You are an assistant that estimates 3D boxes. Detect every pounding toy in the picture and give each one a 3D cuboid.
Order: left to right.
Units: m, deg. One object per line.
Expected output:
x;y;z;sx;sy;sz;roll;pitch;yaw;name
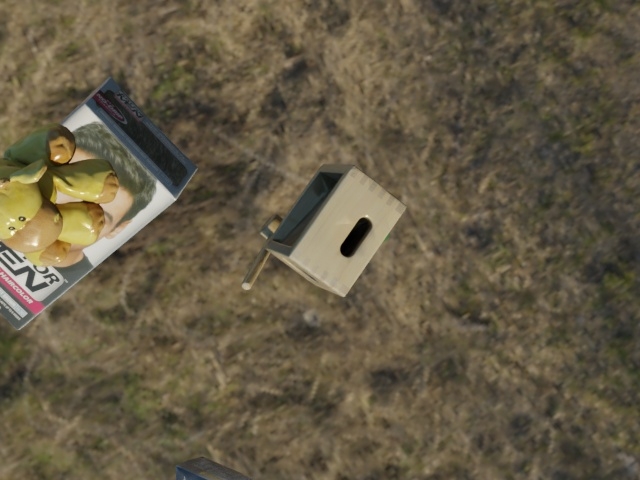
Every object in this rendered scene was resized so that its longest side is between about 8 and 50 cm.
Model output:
-0.007;0.007;1.363;0.094;0.181;0.206;36;174;-15;pounding toy

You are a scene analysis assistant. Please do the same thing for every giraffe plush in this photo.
-0.357;-0.051;1.359;0.181;0.210;0.170;-65;14;9;giraffe plush

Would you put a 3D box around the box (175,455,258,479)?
-0.107;0.421;1.564;0.231;0.056;0.183;14;106;39;box

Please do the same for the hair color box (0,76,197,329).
-0.382;-0.048;1.682;0.374;0.114;0.185;-37;105;27;hair color box
